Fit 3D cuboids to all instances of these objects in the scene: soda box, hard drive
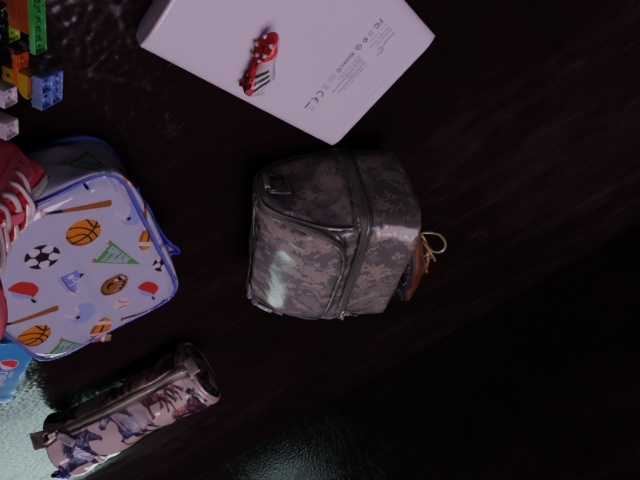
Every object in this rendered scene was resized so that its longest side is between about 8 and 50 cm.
[{"bbox_3d":[-0.546,0.203,0.769,0.071,0.067,0.210,7,135,-46],"label":"soda box"},{"bbox_3d":[-0.019,-0.247,0.542,0.210,0.040,0.318,-43,147,25],"label":"hard drive"}]

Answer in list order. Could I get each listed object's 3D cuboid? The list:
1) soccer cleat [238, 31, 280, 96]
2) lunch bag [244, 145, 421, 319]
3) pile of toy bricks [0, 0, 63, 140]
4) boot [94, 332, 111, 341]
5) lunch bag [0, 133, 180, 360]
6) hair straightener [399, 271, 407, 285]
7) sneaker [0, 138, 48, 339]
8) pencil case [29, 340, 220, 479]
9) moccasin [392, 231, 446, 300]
[{"bbox_3d":[-0.063,-0.198,0.513,0.035,0.029,0.083,-12,151,-43],"label":"soccer cleat"},{"bbox_3d":[0.000,0.000,0.789,0.256,0.213,0.305,-1,143,-12],"label":"lunch bag"},{"bbox_3d":[-0.273,-0.201,0.358,0.105,0.118,0.212,23,127,-6],"label":"pile of toy bricks"},{"bbox_3d":[-0.411,0.137,0.794,0.084,0.059,0.158,-1,142,-31],"label":"boot"},{"bbox_3d":[-0.325,0.020,0.603,0.243,0.115,0.303,-31,149,-21],"label":"lunch bag"},{"bbox_3d":[0.083,0.070,0.985,0.089,0.230,0.047,52,55,-39],"label":"hair straightener"},{"bbox_3d":[-0.297,-0.040,0.384,0.136,0.314,0.116,-11,137,-45],"label":"sneaker"},{"bbox_3d":[-0.434,0.388,1.054,0.410,0.160,0.183,-29,165,1],"label":"pencil case"},{"bbox_3d":[0.203,0.034,1.062,0.147,0.139,0.380,-53,153,-9],"label":"moccasin"}]
